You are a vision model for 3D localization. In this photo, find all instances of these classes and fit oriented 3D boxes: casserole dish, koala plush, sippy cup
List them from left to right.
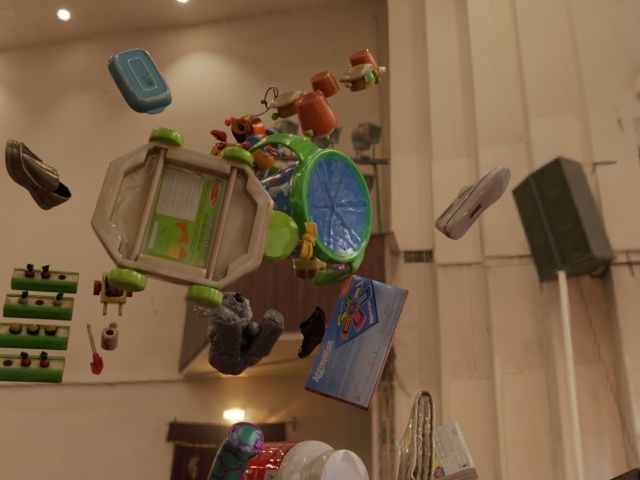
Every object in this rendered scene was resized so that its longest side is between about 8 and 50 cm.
[{"bbox_3d":[-0.428,-0.387,1.590,0.114,0.188,0.037,-25,-11,-31],"label":"casserole dish"},{"bbox_3d":[-0.236,0.218,1.757,0.196,0.221,0.203,8,-60,-32],"label":"koala plush"},{"bbox_3d":[-0.047,-0.057,1.388,0.224,0.305,0.240,-8,-8,37],"label":"sippy cup"}]

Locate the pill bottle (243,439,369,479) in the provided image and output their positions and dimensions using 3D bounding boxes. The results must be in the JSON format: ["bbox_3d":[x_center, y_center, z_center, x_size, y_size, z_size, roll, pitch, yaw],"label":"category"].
[{"bbox_3d":[-0.077,0.646,1.755,0.229,0.228,0.408,21,-29,-39],"label":"pill bottle"}]

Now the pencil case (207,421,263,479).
[{"bbox_3d":[-0.154,0.399,1.203,0.070,0.064,0.151,36,-56,16],"label":"pencil case"}]

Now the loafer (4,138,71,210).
[{"bbox_3d":[-0.686,-0.165,1.630,0.088,0.094,0.251,-11,-26,0],"label":"loafer"}]

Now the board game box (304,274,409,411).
[{"bbox_3d":[0.082,0.215,1.450,0.145,0.281,0.027,16,-26,16],"label":"board game box"}]

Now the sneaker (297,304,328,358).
[{"bbox_3d":[-0.032,0.262,1.891,0.089,0.051,0.170,38,-61,-19],"label":"sneaker"}]

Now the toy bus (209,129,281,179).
[{"bbox_3d":[-0.208,-0.189,1.724,0.191,0.104,0.202,23,-13,2],"label":"toy bus"}]

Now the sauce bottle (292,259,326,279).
[{"bbox_3d":[-0.046,-0.050,2.137,0.112,0.344,0.111,-6,11,1],"label":"sauce bottle"}]

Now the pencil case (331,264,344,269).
[{"bbox_3d":[0.000,0.000,1.858,0.086,0.206,0.088,-26,-45,-31],"label":"pencil case"}]

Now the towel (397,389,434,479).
[{"bbox_3d":[0.176,0.450,1.262,0.049,0.282,0.187,10,-47,2],"label":"towel"}]

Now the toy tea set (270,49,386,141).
[{"bbox_3d":[0.046,-0.366,1.720,0.336,0.200,0.124,-33,-60,-13],"label":"toy tea set"}]

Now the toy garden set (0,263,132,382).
[{"bbox_3d":[-0.418,0.125,1.101,0.204,0.244,0.049,6,-53,-17],"label":"toy garden set"}]

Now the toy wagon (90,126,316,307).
[{"bbox_3d":[-0.178,-0.026,1.068,0.345,0.267,0.068,14,-22,-11],"label":"toy wagon"}]

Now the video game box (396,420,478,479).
[{"bbox_3d":[0.313,0.595,1.818,0.187,0.048,0.205,-17,20,4],"label":"video game box"}]

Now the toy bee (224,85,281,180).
[{"bbox_3d":[-0.195,-0.298,1.925,0.162,0.298,0.195,17,9,27],"label":"toy bee"}]

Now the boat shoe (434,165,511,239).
[{"bbox_3d":[0.436,-0.119,1.920,0.088,0.267,0.096,37,-3,45],"label":"boat shoe"}]

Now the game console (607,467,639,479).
[{"bbox_3d":[0.371,0.495,1.090,0.251,0.173,0.293,2,-34,-13],"label":"game console"}]
